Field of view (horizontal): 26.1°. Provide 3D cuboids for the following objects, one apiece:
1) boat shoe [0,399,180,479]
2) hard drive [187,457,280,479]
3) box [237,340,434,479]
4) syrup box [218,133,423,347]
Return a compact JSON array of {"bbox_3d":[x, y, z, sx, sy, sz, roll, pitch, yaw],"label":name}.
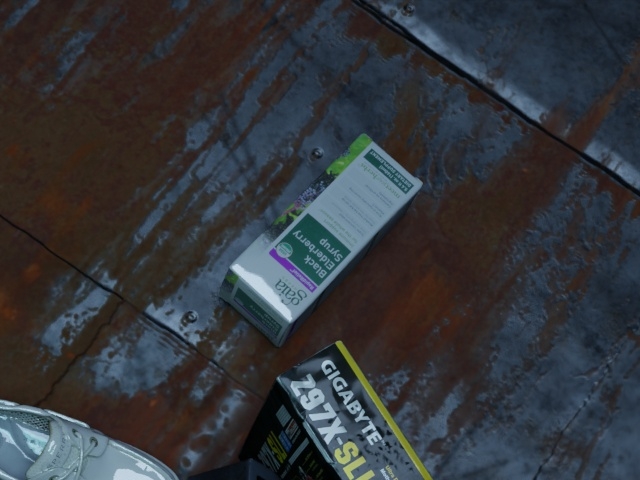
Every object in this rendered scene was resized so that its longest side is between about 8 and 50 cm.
[{"bbox_3d":[-0.274,0.226,1.413,0.277,0.096,0.098,18,65,-4],"label":"boat shoe"},{"bbox_3d":[-0.098,0.353,1.361,0.054,0.172,0.255,16,67,-25],"label":"hard drive"},{"bbox_3d":[0.033,0.263,1.335,0.079,0.322,0.257,-28,75,-19],"label":"box"},{"bbox_3d":[0.000,0.000,1.561,0.093,0.096,0.237,41,65,7],"label":"syrup box"}]
